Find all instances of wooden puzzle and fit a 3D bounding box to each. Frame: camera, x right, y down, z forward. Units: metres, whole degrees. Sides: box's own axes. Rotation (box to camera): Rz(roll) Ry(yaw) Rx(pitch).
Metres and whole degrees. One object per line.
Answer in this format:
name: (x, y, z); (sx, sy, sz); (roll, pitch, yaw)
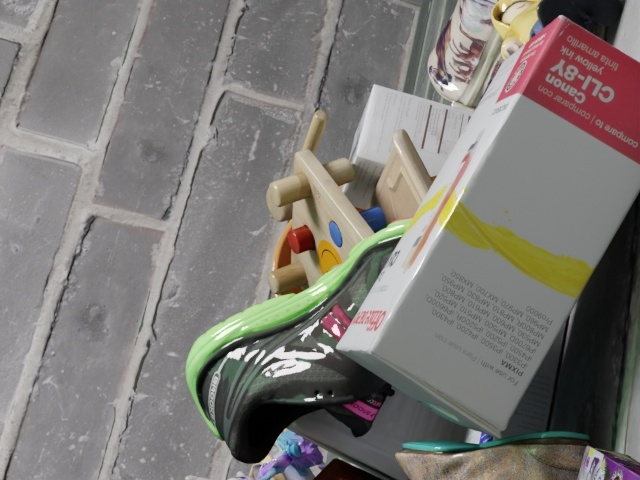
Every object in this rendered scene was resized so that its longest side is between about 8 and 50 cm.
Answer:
wooden puzzle: (0.161, 0.056, 2.230); (0.348, 0.081, 0.322); (105, 144, -58)

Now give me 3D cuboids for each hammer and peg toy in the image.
hammer and peg toy: (0.000, 0.000, 2.285); (0.361, 0.127, 0.266); (54, 154, 37)

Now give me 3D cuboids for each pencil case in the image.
pencil case: (0.281, -0.360, 2.344); (0.183, 0.160, 0.410); (-59, -7, -39)

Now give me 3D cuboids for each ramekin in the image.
ramekin: (0.084, 0.244, 2.130); (0.127, 0.273, 0.273); (-64, 2, -9)

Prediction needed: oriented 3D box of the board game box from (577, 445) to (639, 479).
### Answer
board game box: (0.219, 0.354, 1.335); (0.208, 0.056, 0.346); (-172, 98, -82)

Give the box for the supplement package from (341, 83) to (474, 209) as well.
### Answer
supplement package: (0.168, -0.108, 2.338); (0.139, 0.244, 0.133); (110, 175, -59)

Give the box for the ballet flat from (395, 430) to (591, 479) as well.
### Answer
ballet flat: (0.165, 0.253, 1.634); (0.316, 0.108, 0.106); (160, 114, -65)

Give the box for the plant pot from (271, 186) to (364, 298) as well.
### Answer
plant pot: (0.085, 0.075, 2.652); (0.203, 0.291, 0.290); (57, -137, -61)

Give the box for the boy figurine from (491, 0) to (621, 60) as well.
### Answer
boy figurine: (0.302, -0.294, 2.093); (0.177, 0.092, 0.285); (-40, 11, -2)

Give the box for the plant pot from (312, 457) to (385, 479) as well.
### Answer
plant pot: (0.051, 0.427, 2.013); (0.235, 0.267, 0.267); (-64, 4, 3)

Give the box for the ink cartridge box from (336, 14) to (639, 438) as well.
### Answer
ink cartridge box: (0.188, -0.009, 1.658); (0.384, 0.160, 0.279); (-60, 4, -6)

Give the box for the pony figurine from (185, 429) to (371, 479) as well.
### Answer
pony figurine: (-0.006, 0.415, 2.457); (0.303, 0.351, 0.363); (-54, -9, 28)

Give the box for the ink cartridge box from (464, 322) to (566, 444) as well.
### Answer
ink cartridge box: (0.211, 0.212, 1.837); (0.165, 0.065, 0.332); (118, 168, -69)

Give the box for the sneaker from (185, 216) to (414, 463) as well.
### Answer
sneaker: (0.060, 0.125, 1.951); (0.483, 0.185, 0.202); (-32, 64, 25)
